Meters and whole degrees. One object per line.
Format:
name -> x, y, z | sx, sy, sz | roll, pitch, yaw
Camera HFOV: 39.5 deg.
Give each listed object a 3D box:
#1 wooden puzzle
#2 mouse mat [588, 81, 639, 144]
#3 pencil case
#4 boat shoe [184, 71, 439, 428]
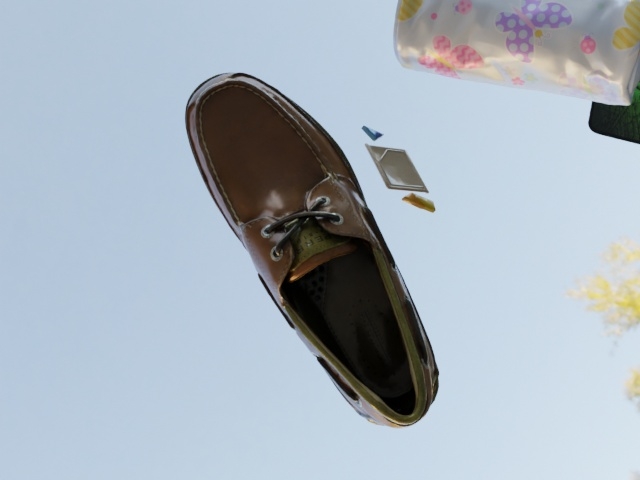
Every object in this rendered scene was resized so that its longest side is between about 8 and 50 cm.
wooden puzzle -> 0.087, -0.081, 1.030 | 0.078, 0.116, 0.014 | 13, -46, -36
mouse mat -> 0.437, -0.213, 1.170 | 0.007, 0.152, 0.190 | 112, 171, -79
pencil case -> 0.214, -0.221, 0.947 | 0.124, 0.273, 0.113 | 73, -144, -50
boat shoe -> 0.000, 0.000, 0.675 | 0.111, 0.104, 0.307 | -35, -87, 1
